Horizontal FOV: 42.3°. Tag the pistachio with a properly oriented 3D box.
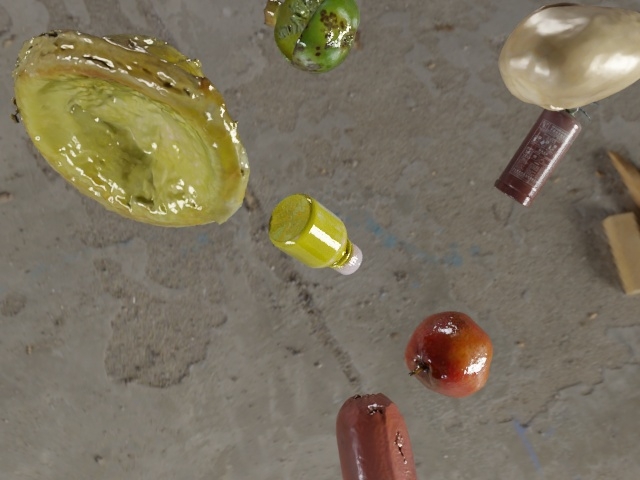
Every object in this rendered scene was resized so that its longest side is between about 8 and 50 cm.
[{"bbox_3d":[0.451,-0.333,1.470,0.299,0.187,0.188,-21,77,-24],"label":"pistachio"}]

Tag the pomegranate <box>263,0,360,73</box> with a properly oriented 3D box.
[{"bbox_3d":[-0.008,-0.336,1.318,0.122,0.169,0.143,22,88,-39],"label":"pomegranate"}]

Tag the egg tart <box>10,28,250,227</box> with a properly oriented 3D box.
[{"bbox_3d":[-0.209,-0.141,0.975,0.314,0.315,0.120,25,57,-3],"label":"egg tart"}]

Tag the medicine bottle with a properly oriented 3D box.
[{"bbox_3d":[0.000,0.000,1.697,0.212,0.121,0.122,35,60,-44],"label":"medicine bottle"}]

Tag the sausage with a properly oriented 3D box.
[{"bbox_3d":[0.113,0.449,1.674,0.152,0.152,0.280,-6,80,-14],"label":"sausage"}]

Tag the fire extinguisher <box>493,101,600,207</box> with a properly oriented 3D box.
[{"bbox_3d":[0.496,-0.205,1.811,0.104,0.105,0.269,32,100,0],"label":"fire extinguisher"}]

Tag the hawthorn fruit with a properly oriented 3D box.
[{"bbox_3d":[0.267,0.259,1.824,0.225,0.196,0.197,-13,73,-45],"label":"hawthorn fruit"}]
